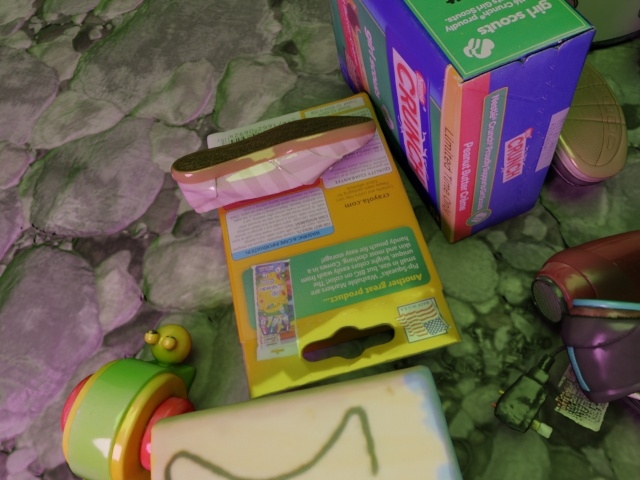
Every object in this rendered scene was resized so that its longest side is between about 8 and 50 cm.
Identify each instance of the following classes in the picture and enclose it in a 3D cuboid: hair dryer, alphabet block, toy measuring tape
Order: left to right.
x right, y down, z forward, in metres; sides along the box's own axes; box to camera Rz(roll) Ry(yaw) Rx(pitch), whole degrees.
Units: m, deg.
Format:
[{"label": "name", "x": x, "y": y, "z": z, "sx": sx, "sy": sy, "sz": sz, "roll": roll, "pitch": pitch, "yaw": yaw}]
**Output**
[{"label": "toy measuring tape", "x": -0.200, "y": 0.224, "z": 0.452, "sx": 0.122, "sy": 0.121, "sz": 0.330, "roll": 12, "pitch": 64, "yaw": 15}, {"label": "alphabet block", "x": 0.005, "y": 0.221, "z": 0.377, "sx": 0.197, "sy": 0.193, "sz": 0.192, "roll": -12, "pitch": 59, "yaw": 2}, {"label": "hair dryer", "x": 0.305, "y": 0.098, "z": 0.484, "sx": 0.224, "sy": 0.080, "sz": 0.293, "roll": 29, "pitch": 74, "yaw": 5}]

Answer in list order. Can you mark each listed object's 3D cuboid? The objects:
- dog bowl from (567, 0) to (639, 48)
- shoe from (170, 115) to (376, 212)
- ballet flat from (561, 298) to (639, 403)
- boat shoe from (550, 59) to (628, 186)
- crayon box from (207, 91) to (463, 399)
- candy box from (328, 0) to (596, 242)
[{"label": "dog bowl", "x": 0.345, "y": -0.469, "z": 0.728, "sx": 0.408, "sy": 0.150, "sz": 0.407, "roll": -4, "pitch": 62, "yaw": 7}, {"label": "shoe", "x": -0.044, "y": -0.084, "z": 0.541, "sx": 0.219, "sy": 0.058, "sz": 0.076, "roll": -16, "pitch": 29, "yaw": -5}, {"label": "ballet flat", "x": 0.337, "y": 0.095, "z": 0.405, "sx": 0.281, "sy": 0.095, "sz": 0.096, "roll": -1, "pitch": 83, "yaw": 5}, {"label": "boat shoe", "x": 0.268, "y": -0.178, "z": 0.614, "sx": 0.103, "sy": 0.092, "sz": 0.285, "roll": -8, "pitch": 64, "yaw": -15}, {"label": "crayon box", "x": 0.000, "y": 0.000, "z": 0.561, "sx": 0.203, "sy": 0.083, "sz": 0.322, "roll": -15, "pitch": 60, "yaw": 0}, {"label": "candy box", "x": 0.116, "y": -0.194, "z": 0.543, "sx": 0.122, "sy": 0.268, "sz": 0.317, "roll": -26, "pitch": 61, "yaw": -2}]
